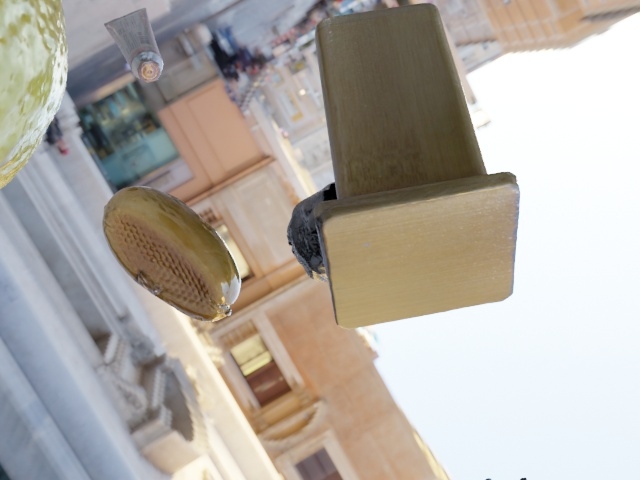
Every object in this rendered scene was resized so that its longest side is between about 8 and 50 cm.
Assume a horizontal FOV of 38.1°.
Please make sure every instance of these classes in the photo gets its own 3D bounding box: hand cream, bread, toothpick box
[{"bbox_3d":[-0.260,-0.279,1.303,0.067,0.043,0.209,-25,-141,-4],"label":"hand cream"},{"bbox_3d":[-0.163,0.013,1.041,0.114,0.189,0.077,-54,174,26],"label":"bread"},{"bbox_3d":[0.083,-0.093,0.987,0.190,0.187,0.308,-10,-129,2],"label":"toothpick box"}]

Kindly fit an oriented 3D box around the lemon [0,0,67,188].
[{"bbox_3d":[-0.280,-0.122,0.565,0.254,0.253,0.310,-31,-164,-11],"label":"lemon"}]

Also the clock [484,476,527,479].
[{"bbox_3d":[0.188,0.263,0.797,0.101,0.041,0.135,8,-152,-32],"label":"clock"}]

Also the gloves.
[{"bbox_3d":[-0.002,0.002,1.202,0.106,0.129,0.180,-14,161,-32],"label":"gloves"}]
